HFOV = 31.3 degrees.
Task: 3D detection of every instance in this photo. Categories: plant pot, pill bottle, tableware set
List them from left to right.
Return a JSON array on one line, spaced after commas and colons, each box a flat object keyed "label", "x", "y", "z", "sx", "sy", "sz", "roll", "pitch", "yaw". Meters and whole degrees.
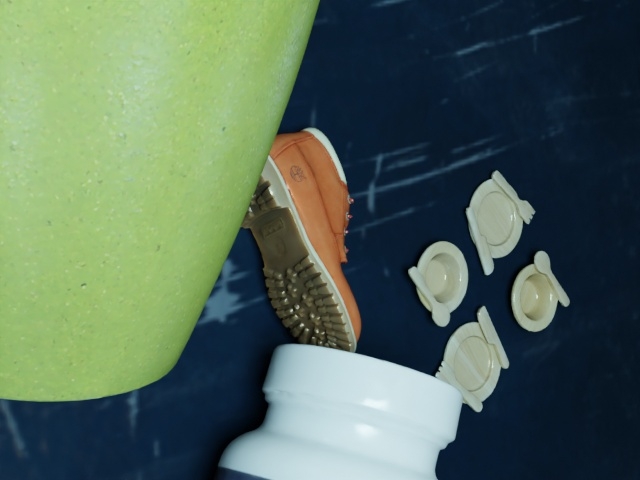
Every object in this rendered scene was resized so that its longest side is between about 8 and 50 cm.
[{"label": "plant pot", "x": -0.128, "y": -0.083, "z": 0.556, "sx": 0.275, "sy": 0.275, "sz": 0.293, "roll": -6, "pitch": 110, "yaw": -39}, {"label": "pill bottle", "x": -0.004, "y": 0.205, "z": 0.698, "sx": 0.153, "sy": 0.153, "sz": 0.264, "roll": 26, "pitch": 74, "yaw": -37}, {"label": "tableware set", "x": 0.132, "y": 0.039, "z": 0.898, "sx": 0.169, "sy": 0.020, "sz": 0.141, "roll": -44, "pitch": 116, "yaw": -30}]

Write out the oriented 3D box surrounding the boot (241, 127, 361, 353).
[{"label": "boot", "x": 0.000, "y": 0.000, "z": 0.758, "sx": 0.085, "sy": 0.059, "sz": 0.157, "roll": -27, "pitch": 97, "yaw": -44}]
